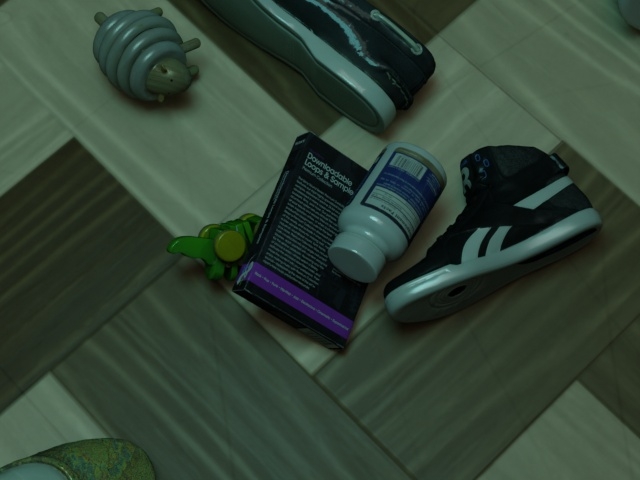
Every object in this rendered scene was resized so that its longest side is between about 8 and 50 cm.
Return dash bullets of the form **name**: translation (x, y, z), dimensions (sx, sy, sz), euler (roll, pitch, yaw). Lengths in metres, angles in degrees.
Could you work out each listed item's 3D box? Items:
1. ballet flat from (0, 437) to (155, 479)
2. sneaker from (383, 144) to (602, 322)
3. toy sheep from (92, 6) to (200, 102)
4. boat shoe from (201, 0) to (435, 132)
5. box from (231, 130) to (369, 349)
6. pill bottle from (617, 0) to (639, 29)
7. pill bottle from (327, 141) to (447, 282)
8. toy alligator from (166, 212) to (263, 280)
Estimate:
- **ballet flat**: translation (-0.299, 0.255, 1.034), dimensions (0.349, 0.123, 0.123), euler (-23, 69, -8)
- **sneaker**: translation (0.134, -0.014, 1.157), dimensions (0.217, 0.079, 0.121), euler (-22, 66, -16)
- **toy sheep**: translation (-0.172, -0.181, 1.225), dimensions (0.091, 0.091, 0.132), euler (-44, 60, -15)
- **boat shoe**: translation (-0.025, -0.228, 1.230), dimensions (0.302, 0.114, 0.091), euler (42, 75, 4)
- **box**: translation (0.000, 0.000, 1.143), dimensions (0.116, 0.029, 0.162), euler (33, 68, -26)
- **pill bottle**: translation (0.342, -0.338, 1.244), dimensions (0.136, 0.136, 0.245), euler (-4, 68, 0)
- **pill bottle**: translation (0.057, -0.023, 1.125), dimensions (0.067, 0.067, 0.120), euler (28, 63, 12)
- **toy alligator**: translation (-0.047, 0.000, 1.167), dimensions (0.190, 0.056, 0.051), euler (-16, 104, -22)
